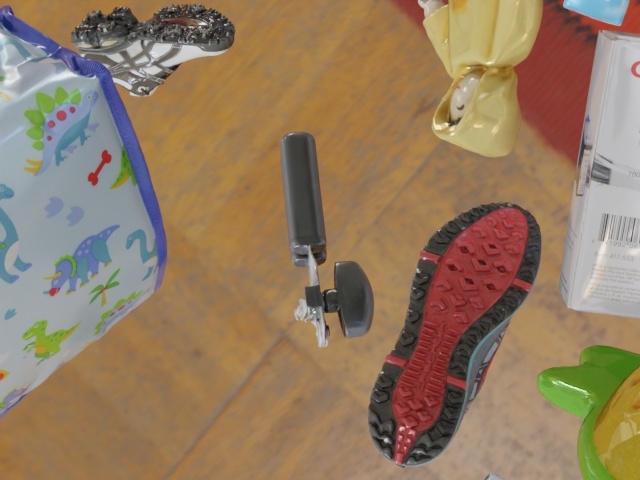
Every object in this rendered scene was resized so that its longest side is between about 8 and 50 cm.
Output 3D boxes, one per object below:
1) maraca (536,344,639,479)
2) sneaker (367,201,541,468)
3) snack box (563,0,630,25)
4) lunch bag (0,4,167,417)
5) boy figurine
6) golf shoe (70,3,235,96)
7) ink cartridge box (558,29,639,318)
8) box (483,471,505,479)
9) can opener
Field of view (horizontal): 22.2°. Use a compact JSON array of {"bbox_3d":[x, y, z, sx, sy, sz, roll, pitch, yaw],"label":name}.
[{"bbox_3d":[0.146,0.073,0.560,0.127,0.185,0.099,2,108,-14],"label":"maraca"},{"bbox_3d":[0.118,0.085,1.504,0.104,0.125,0.262,28,82,11],"label":"sneaker"},{"bbox_3d":[0.290,-0.365,1.386,0.060,0.187,0.322,19,132,8],"label":"snack box"},{"bbox_3d":[-0.134,0.004,0.660,0.096,0.129,0.151,34,153,40],"label":"lunch bag"},{"bbox_3d":[0.150,-0.224,1.599,0.177,0.092,0.285,1,89,59],"label":"boy figurine"},{"bbox_3d":[-0.173,-0.204,1.778,0.198,0.077,0.094,5,126,29],"label":"golf shoe"},{"bbox_3d":[0.250,-0.042,1.131,0.140,0.082,0.190,7,101,0],"label":"ink cartridge box"},{"bbox_3d":[0.157,0.316,1.203,0.232,0.058,0.322,36,146,7],"label":"box"},{"bbox_3d":[0.000,0.000,1.983,0.093,0.074,0.280,-8,64,-6],"label":"can opener"}]
